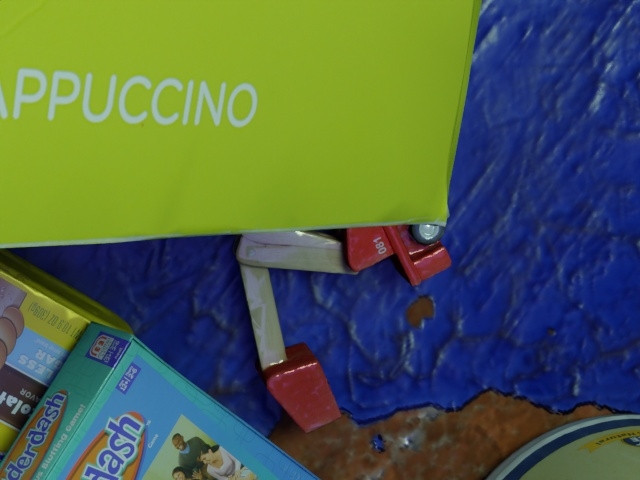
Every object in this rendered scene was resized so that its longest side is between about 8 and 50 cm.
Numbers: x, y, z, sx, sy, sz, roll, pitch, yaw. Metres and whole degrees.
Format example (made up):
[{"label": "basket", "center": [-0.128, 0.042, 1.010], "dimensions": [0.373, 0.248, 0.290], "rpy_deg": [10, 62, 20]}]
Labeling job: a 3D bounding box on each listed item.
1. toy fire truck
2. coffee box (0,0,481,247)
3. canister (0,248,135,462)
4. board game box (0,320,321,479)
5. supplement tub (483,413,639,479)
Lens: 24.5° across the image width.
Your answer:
[{"label": "toy fire truck", "center": [0.000, 0.000, 0.861], "dimensions": [0.135, 0.047, 0.192], "rpy_deg": [-27, 104, -4]}, {"label": "coffee box", "center": [-0.143, -0.191, 0.581], "dimensions": [0.338, 0.334, 0.338], "rpy_deg": [-4, 105, -53]}, {"label": "canister", "center": [-0.197, 0.094, 0.826], "dimensions": [0.126, 0.073, 0.170], "rpy_deg": [32, 91, -16]}, {"label": "board game box", "center": [-0.088, 0.167, 0.818], "dimensions": [0.210, 0.047, 0.160], "rpy_deg": [44, 71, -36]}, {"label": "supplement tub", "center": [0.214, 0.243, 0.812], "dimensions": [0.228, 0.316, 0.228], "rpy_deg": [-2, 101, -12]}]
